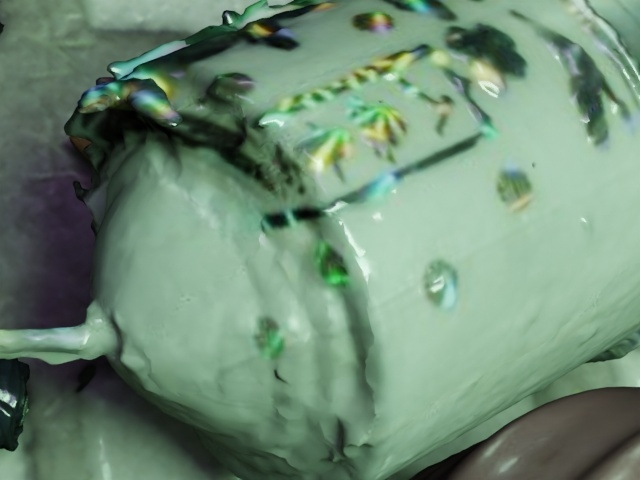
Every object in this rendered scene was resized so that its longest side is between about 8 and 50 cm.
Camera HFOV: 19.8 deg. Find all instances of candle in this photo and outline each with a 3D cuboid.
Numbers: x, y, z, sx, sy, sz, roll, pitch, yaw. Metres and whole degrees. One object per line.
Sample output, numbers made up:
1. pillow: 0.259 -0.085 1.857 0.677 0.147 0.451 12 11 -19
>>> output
1. candle: 0.000 0.000 0.689 0.330 0.187 0.187 -25 74 -32

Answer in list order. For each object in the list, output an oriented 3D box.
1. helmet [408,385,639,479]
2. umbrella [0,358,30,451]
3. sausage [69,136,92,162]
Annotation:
1. helmet: 0.160 0.196 0.663 0.271 0.197 0.338 -32 76 -26
2. umbrella: -0.209 0.054 0.721 0.188 0.046 0.050 10 69 -9
3. sausage: -0.064 -0.012 0.795 0.116 0.026 0.026 45 65 9
